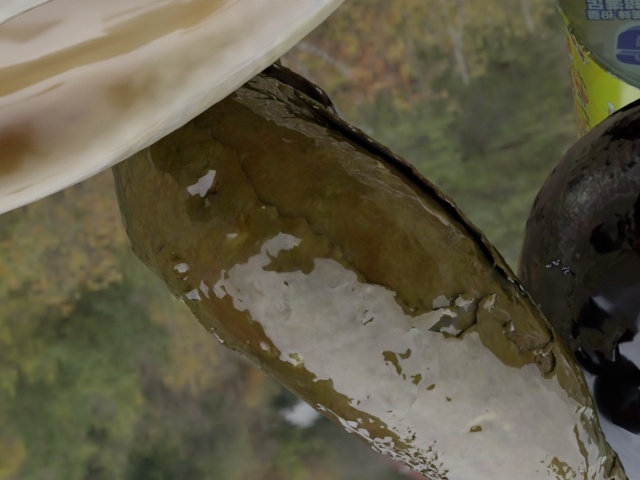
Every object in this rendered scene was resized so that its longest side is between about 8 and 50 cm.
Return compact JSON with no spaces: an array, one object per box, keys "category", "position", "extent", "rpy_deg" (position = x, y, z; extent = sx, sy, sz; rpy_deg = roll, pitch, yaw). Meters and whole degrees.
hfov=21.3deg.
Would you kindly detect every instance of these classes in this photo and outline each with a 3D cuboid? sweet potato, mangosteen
[{"category":"sweet potato","position":[-0.003,-0.002,0.594],"extent":[0.098,0.310,0.124],"rpy_deg":[-48,160,21]},{"category":"mangosteen","position":[0.210,0.020,0.814],"extent":[0.211,0.211,0.250],"rpy_deg":[-28,173,34]}]

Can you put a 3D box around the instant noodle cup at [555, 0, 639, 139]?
[{"category":"instant noodle cup","position":[0.234,-0.110,0.990],"extent":[0.205,0.205,0.153],"rpy_deg":[-14,145,-1]}]

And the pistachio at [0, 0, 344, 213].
[{"category":"pistachio","position":[-0.132,-0.168,0.510],"extent":[0.445,0.365,0.281],"rpy_deg":[-20,147,7]}]
